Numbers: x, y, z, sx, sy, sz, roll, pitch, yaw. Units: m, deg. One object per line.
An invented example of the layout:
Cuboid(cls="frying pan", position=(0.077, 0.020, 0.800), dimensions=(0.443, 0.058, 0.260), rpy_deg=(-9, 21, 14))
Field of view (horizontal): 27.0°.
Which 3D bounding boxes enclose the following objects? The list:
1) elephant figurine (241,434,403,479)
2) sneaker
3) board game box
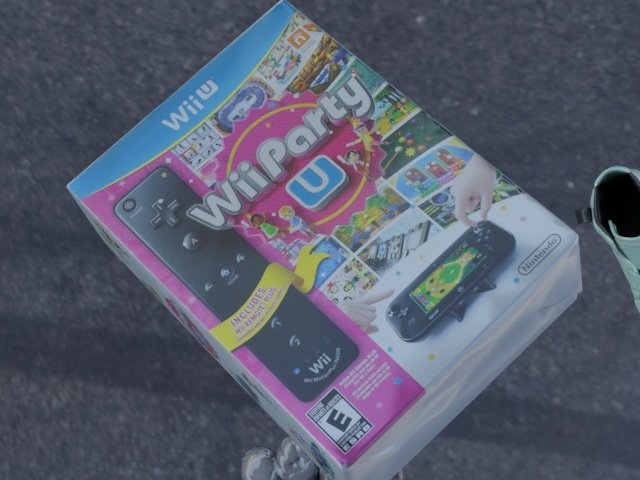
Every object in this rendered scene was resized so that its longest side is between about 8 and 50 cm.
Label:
Cuboid(cls="elephant figurine", position=(0.010, 0.245, 1.477), dimensions=(0.169, 0.239, 0.186), rpy_deg=(12, 106, 10))
Cuboid(cls="sneaker", position=(0.327, 0.047, 1.285), dimensions=(0.094, 0.256, 0.151), rpy_deg=(-28, 159, 26))
Cuboid(cls="board game box", position=(0.000, 0.000, 0.957), dimensions=(0.224, 0.303, 0.097), rpy_deg=(-43, 153, -10))
